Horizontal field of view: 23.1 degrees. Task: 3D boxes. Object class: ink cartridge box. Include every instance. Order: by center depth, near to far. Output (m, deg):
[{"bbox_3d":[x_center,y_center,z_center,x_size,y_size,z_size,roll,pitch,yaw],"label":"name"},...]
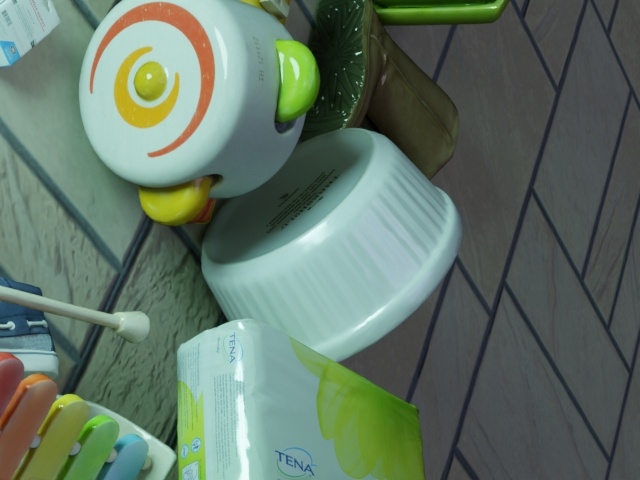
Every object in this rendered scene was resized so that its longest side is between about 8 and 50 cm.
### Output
[{"bbox_3d":[-0.270,-0.193,1.385,0.083,0.028,0.048,-52,130,-46],"label":"ink cartridge box"}]

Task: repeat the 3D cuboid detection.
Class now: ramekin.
[{"bbox_3d":[0.000,0.000,1.596,0.127,0.273,0.273,54,43,-24],"label":"ramekin"}]

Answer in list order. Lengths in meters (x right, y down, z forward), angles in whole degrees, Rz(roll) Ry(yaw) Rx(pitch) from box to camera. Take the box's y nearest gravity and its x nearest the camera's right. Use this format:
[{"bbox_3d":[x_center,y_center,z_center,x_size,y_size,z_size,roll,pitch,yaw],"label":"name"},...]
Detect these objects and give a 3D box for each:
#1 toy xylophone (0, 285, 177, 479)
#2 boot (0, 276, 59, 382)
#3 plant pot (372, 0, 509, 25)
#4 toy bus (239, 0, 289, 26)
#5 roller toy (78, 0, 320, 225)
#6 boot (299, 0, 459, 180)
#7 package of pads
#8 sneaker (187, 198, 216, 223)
[{"bbox_3d":[-0.239,0.160,1.271,0.323,0.081,0.236,10,109,-56],"label":"toy xylophone"},{"bbox_3d":[-0.298,0.075,1.294,0.190,0.069,0.086,11,60,-57],"label":"boot"},{"bbox_3d":[0.141,-0.385,1.894,0.227,0.228,0.207,-60,142,-42],"label":"plant pot"},{"bbox_3d":[-0.084,-0.243,1.620,0.191,0.104,0.202,-37,118,-53],"label":"toy bus"},{"bbox_3d":[-0.124,-0.137,1.466,0.209,0.191,0.146,-52,153,17],"label":"roller toy"},{"bbox_3d":[0.079,-0.148,1.890,0.269,0.089,0.236,47,49,-47],"label":"boot"},{"bbox_3d":[-0.008,0.218,1.450,0.296,0.101,0.229,32,44,-46],"label":"package of pads"},{"bbox_3d":[-0.110,-0.101,1.582,0.067,0.064,0.175,15,101,-58],"label":"sneaker"}]
